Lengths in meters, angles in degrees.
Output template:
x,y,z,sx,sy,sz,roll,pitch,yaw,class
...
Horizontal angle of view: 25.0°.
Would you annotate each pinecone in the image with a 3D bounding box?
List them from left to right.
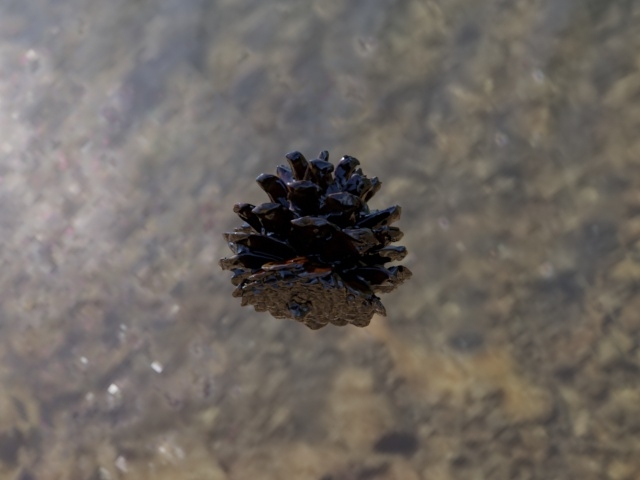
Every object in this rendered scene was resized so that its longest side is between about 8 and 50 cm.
x,y,z,sx,sy,sz,roll,pitch,yaw,class
-0.001,0.000,1.018,0.140,0.140,0.120,-6,72,30,pinecone
